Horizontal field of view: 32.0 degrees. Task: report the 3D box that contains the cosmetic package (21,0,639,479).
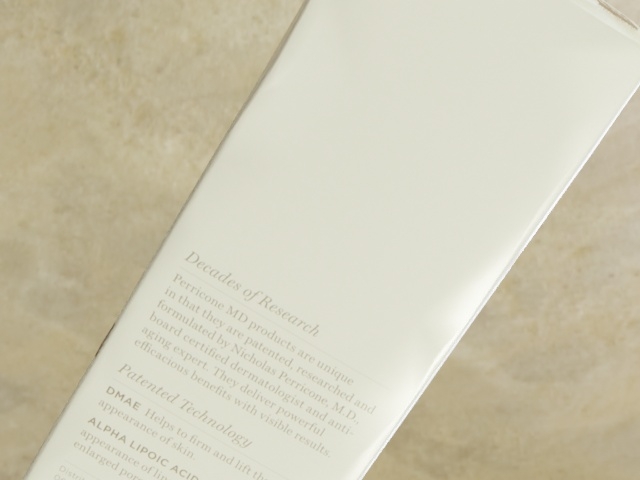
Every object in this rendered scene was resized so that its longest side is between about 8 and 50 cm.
[{"bbox_3d":[0.000,0.000,0.622,0.156,0.217,0.385,29,106,-5],"label":"cosmetic package"}]
